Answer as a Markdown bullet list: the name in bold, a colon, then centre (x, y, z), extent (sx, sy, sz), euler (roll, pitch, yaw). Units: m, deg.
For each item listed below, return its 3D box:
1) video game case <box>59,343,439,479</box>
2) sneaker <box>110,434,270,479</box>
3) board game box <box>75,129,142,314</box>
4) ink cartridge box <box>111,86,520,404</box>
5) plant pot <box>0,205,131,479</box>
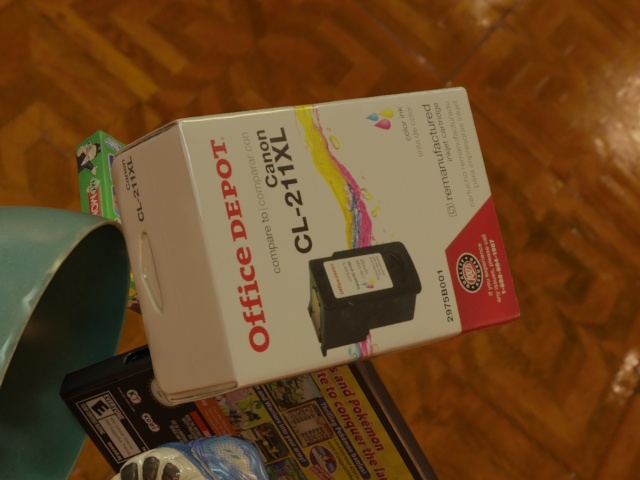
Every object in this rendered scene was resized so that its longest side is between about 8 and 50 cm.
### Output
- **video game case**: centre (-0.050, 0.185, 1.198), extent (0.275, 0.248, 0.035), euler (60, 18, -27)
- **sneaker**: centre (-0.026, 0.286, 0.965), extent (0.147, 0.130, 0.330), euler (-20, 91, -54)
- **board game box**: centre (-0.159, 0.022, 1.670), extent (0.317, 0.046, 0.213), euler (31, 35, -43)
- **ink cartridge box**: centre (0.000, 0.000, 0.681), extent (0.175, 0.072, 0.127), euler (-11, 86, -35)
- **plant pot**: centre (-0.302, 0.093, 1.123), extent (0.195, 0.290, 0.290), euler (17, 44, 8)
